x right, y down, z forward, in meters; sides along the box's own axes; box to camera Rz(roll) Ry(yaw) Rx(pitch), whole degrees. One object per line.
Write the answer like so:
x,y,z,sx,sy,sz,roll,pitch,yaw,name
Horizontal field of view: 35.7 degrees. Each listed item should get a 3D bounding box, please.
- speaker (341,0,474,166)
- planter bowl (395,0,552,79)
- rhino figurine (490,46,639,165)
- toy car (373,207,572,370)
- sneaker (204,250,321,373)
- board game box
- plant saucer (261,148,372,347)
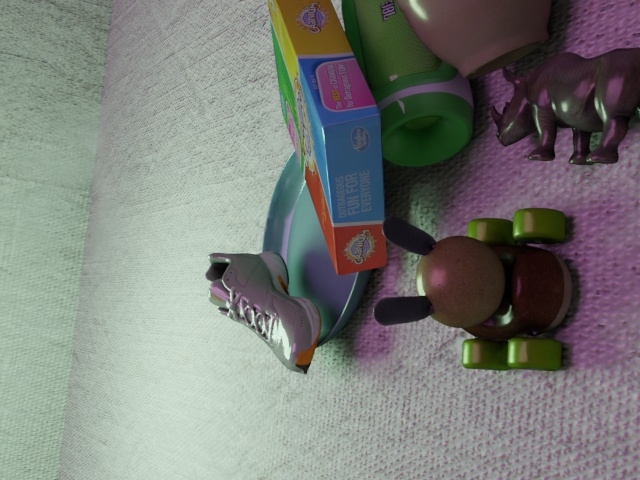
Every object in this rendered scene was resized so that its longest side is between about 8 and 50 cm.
0.099,-0.240,1.183,0.131,0.131,0.297,-47,43,48,speaker
0.173,-0.235,1.031,0.162,0.162,0.109,-26,87,58,planter bowl
0.236,-0.126,0.942,0.243,0.073,0.106,-165,81,-64,rhino figurine
0.132,0.042,0.965,0.149,0.188,0.155,-14,70,61,toy car
-0.090,0.097,1.366,0.262,0.121,0.099,49,126,56,sneaker
0.005,-0.154,1.201,0.242,0.064,0.317,84,171,-47,board game box
0.000,0.000,1.399,0.317,0.043,0.318,-26,60,58,plant saucer
